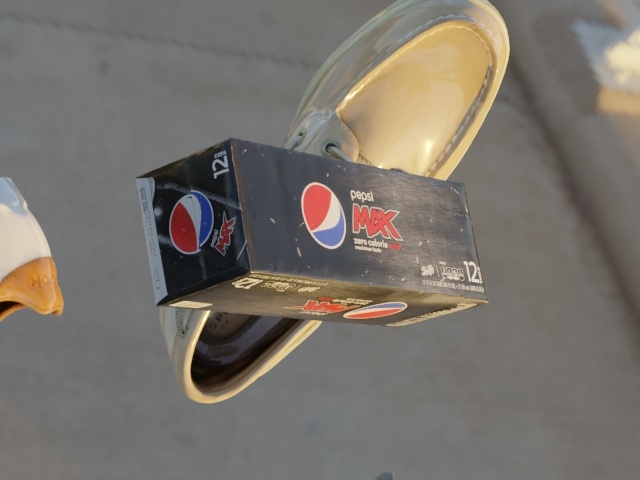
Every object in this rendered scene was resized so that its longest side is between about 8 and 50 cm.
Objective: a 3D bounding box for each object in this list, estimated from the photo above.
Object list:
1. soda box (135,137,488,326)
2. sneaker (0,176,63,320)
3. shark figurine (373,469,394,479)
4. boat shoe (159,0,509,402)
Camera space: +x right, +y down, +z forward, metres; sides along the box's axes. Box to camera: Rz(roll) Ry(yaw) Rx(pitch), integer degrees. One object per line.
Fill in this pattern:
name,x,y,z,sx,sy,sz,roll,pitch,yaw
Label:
soda box,0.000,0.000,0.843,0.169,0.053,0.060,9,67,-52
sneaker,-0.305,0.079,1.324,0.123,0.290,0.106,60,5,7
shark figurine,0.119,0.216,1.117,0.278,0.116,0.166,-8,47,10
boat shoe,0.011,-0.023,1.221,0.109,0.302,0.098,37,15,-19
